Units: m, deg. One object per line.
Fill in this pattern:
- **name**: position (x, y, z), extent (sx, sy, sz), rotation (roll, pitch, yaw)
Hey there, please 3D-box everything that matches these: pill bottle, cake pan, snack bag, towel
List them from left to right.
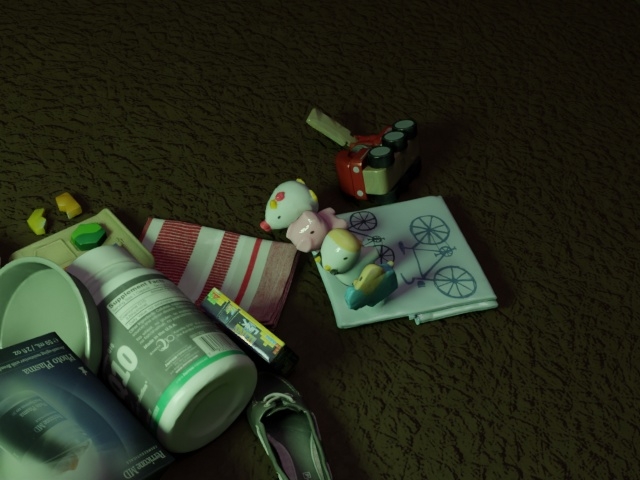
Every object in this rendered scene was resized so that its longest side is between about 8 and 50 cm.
- **cake pan**: position (-0.479, 0.174, 1.584), extent (0.293, 0.293, 0.054), rotation (40, 17, 28)
- **pill bottle**: position (-0.296, 0.178, 1.621), extent (0.204, 0.204, 0.361), rotation (-31, 56, -31)
- **towel**: position (-0.221, 0.060, 1.865), extent (0.329, 0.037, 0.237), rotation (11, 45, 5)
- **snack bag**: position (0.153, 0.046, 1.923), extent (0.342, 0.037, 0.323), rotation (-10, 47, -13)

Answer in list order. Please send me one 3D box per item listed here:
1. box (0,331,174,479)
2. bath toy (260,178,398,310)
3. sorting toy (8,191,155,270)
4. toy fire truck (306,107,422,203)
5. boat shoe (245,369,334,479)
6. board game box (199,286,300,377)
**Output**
- **box**: position (-0.425, 0.317, 1.350), extent (0.294, 0.183, 0.296), rotation (44, 23, 13)
- **bath toy**: position (0.000, 0.000, 1.844), extent (0.129, 0.151, 0.348), rotation (-35, 51, -15)
- **sorting toy**: position (-0.500, 0.012, 1.852), extent (0.229, 0.041, 0.307), rotation (-31, 51, -24)
- **toy fire truck**: position (0.080, -0.202, 2.098), extent (0.246, 0.158, 0.217), rotation (5, 34, 27)
- **boat shoe**: position (-0.045, 0.335, 1.573), extent (0.112, 0.095, 0.335), rotation (-11, 48, -17)
- **board game box**: position (-0.125, 0.167, 1.673), extent (0.170, 0.141, 0.048), rotation (36, 83, 20)
